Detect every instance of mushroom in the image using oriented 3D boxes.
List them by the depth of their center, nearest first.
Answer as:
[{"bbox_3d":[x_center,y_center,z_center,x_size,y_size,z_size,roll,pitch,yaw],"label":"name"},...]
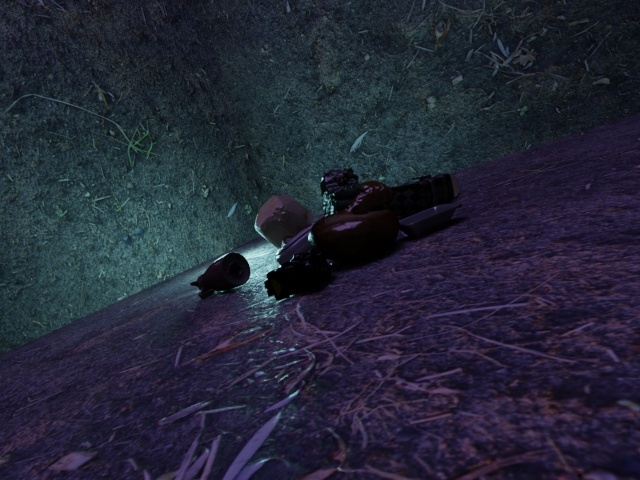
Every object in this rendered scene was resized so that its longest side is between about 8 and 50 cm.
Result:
[{"bbox_3d":[0.118,-0.031,1.413,0.344,0.239,0.345,-22,-14,-6],"label":"mushroom"}]

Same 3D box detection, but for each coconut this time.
[{"bbox_3d":[-0.202,-0.095,2.386,0.297,0.309,0.298,-36,33,28],"label":"coconut"}]

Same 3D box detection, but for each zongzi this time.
[{"bbox_3d":[-0.115,0.035,2.123,0.188,0.081,0.178,-6,30,5],"label":"zongzi"}]

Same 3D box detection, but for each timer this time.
[{"bbox_3d":[-0.088,0.013,1.798,0.262,0.087,0.237,-38,4,-14],"label":"timer"}]

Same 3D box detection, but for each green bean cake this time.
[{"bbox_3d":[0.106,-0.175,1.775,0.168,0.301,0.308,-6,-7,-6],"label":"green bean cake"}]

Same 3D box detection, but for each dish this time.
[{"bbox_3d":[0.395,-0.072,1.433,0.234,0.064,0.154,-22,7,-9],"label":"dish"}]

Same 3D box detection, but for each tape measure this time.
[{"bbox_3d":[-0.062,0.099,1.259,0.198,0.112,0.186,-16,6,23],"label":"tape measure"}]

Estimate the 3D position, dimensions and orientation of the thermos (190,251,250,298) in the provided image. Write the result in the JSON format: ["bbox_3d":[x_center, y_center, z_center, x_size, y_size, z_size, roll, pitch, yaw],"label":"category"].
[{"bbox_3d":[-0.447,0.167,1.754,0.265,0.146,0.176,-25,28,39],"label":"thermos"}]

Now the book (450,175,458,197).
[{"bbox_3d":[0.620,-0.257,2.067,0.167,0.013,0.192,-17,34,27],"label":"book"}]

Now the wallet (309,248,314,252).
[{"bbox_3d":[0.057,0.014,1.714,0.170,0.070,0.231,-26,6,-22],"label":"wallet"}]

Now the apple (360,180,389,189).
[{"bbox_3d":[0.286,-0.196,2.172,0.226,0.246,0.246,10,-8,-27],"label":"apple"}]

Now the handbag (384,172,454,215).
[{"bbox_3d":[0.410,-0.203,1.871,0.316,0.180,0.416,-5,11,35],"label":"handbag"}]
